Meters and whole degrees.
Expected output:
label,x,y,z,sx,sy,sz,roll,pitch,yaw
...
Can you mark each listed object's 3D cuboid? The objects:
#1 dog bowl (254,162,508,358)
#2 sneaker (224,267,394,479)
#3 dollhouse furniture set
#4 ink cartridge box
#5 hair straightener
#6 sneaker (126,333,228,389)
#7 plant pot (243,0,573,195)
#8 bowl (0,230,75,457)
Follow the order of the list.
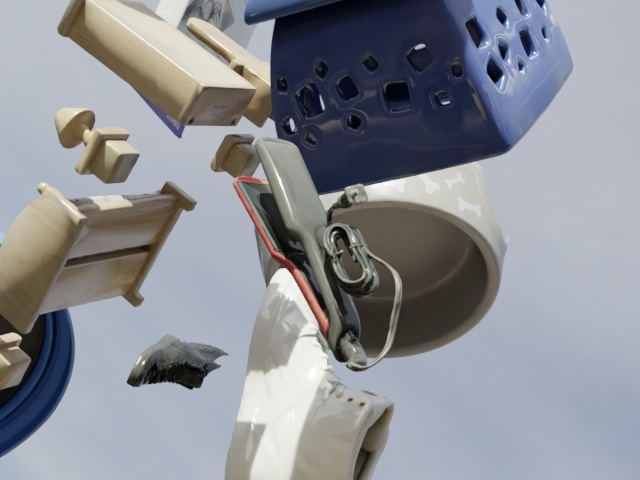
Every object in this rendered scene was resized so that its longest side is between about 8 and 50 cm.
label,x,y,z,sx,sy,sz,roll,pitch,yaw
dog bowl,0.082,0.023,1.811,0.348,0.102,0.349,1,-45,1
sneaker,0.006,0.162,1.499,0.169,0.293,0.108,-2,-33,19
dollhouse furniture set,-0.227,-0.055,1.418,0.174,0.303,0.356,38,-70,19
ink cartridge box,-0.160,-0.265,1.811,0.045,0.224,0.223,20,-11,18
hair straightener,0.000,0.000,0.967,0.089,0.047,0.230,-59,-144,31
sneaker,-0.201,0.180,1.938,0.089,0.170,0.051,31,-67,7
plant pot,0.077,-0.194,1.289,0.236,0.236,0.212,-11,-68,31
bowl,-0.522,0.139,1.803,0.077,0.391,0.391,-124,-169,-55
